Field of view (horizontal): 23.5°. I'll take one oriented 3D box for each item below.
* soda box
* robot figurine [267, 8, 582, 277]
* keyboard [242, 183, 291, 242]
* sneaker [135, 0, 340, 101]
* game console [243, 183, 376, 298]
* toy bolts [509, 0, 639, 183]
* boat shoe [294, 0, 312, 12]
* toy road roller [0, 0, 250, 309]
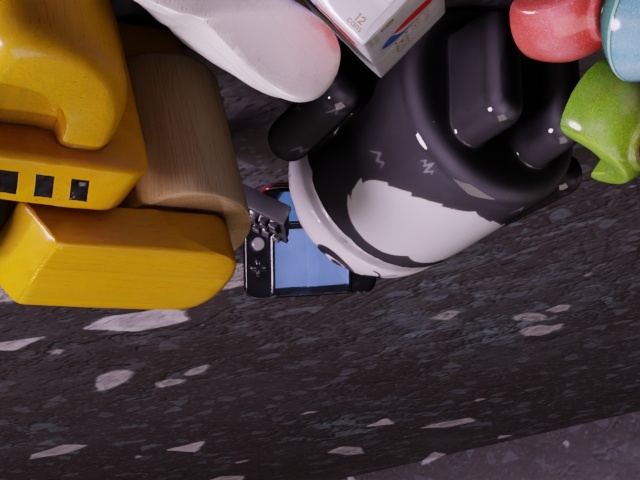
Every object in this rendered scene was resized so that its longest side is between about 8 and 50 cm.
[{"bbox_3d":[0.032,-0.162,0.986,0.069,0.074,0.216,-46,177,5],"label":"soda box"},{"bbox_3d":[0.090,-0.073,1.238,0.173,0.209,0.278,-45,-173,-40],"label":"robot figurine"},{"bbox_3d":[-0.108,-0.050,1.299,0.180,0.023,0.108,25,162,6],"label":"keyboard"},{"bbox_3d":[-0.087,-0.161,0.967,0.212,0.080,0.094,43,167,-20],"label":"sneaker"},{"bbox_3d":[0.000,0.000,1.554,0.144,0.124,0.085,-3,-174,-18],"label":"game console"},{"bbox_3d":[0.262,-0.135,1.050,0.158,0.218,0.228,27,173,38],"label":"toy bolts"},{"bbox_3d":[-0.074,-0.165,1.076,0.059,0.063,0.170,7,170,44],"label":"boat shoe"},{"bbox_3d":[-0.174,-0.097,1.026,0.329,0.202,0.240,6,145,-34],"label":"toy road roller"}]
